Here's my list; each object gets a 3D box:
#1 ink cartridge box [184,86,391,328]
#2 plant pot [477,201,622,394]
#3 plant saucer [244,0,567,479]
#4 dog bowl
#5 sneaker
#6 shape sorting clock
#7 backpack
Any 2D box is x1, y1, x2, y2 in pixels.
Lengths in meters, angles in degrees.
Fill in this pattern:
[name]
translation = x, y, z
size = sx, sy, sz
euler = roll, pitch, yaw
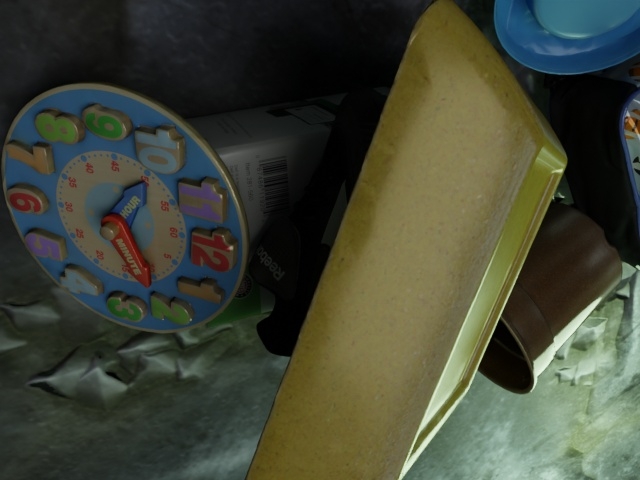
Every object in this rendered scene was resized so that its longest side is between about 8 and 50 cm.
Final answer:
[ink cartridge box]
translation = -0.015, -0.036, 0.586
size = 0.219, 0.092, 0.160
euler = -14, 122, -21
[plant pot]
translation = 0.228, 0.053, 0.730
size = 0.165, 0.167, 0.167
euler = -35, 127, -15
[plant saucer]
translation = 0.097, 0.028, 0.503
size = 0.333, 0.081, 0.333
euler = -9, 121, -67
[dog bowl]
translation = 0.236, -0.276, 0.529
size = 0.166, 0.074, 0.297
euler = 2, 142, -3
[sneaker]
translation = 0.000, 0.000, 0.505
size = 0.106, 0.078, 0.234
euler = -6, 120, -27
[shape sorting clock]
translation = -0.149, -0.015, 0.492
size = 0.206, 0.040, 0.206
euler = 7, 121, 12
[backpack]
translation = 0.398, -0.115, 0.699
size = 0.263, 0.213, 0.276
euler = -37, 125, -18
